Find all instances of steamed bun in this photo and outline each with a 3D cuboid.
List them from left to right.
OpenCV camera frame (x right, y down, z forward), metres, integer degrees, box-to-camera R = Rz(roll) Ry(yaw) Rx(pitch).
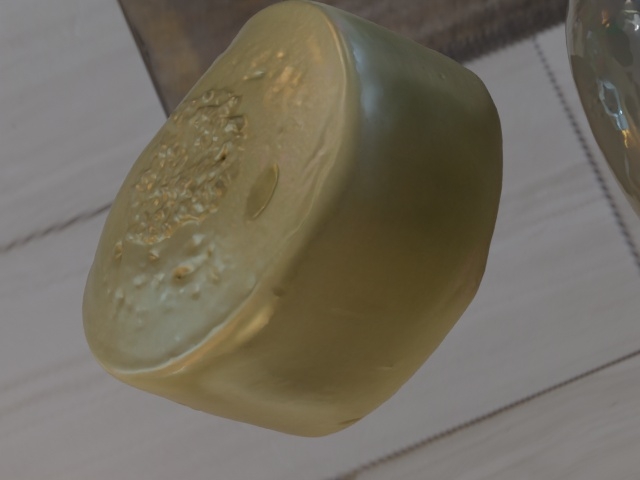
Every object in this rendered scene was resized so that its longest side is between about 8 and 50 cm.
[{"bbox_3d":[0.000,0.000,0.971,0.250,0.200,0.155,-56,43,11],"label":"steamed bun"}]

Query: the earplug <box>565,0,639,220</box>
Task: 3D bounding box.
[{"bbox_3d":[0.255,-0.117,0.957,0.214,0.175,0.325,48,62,-23],"label":"earplug"}]
